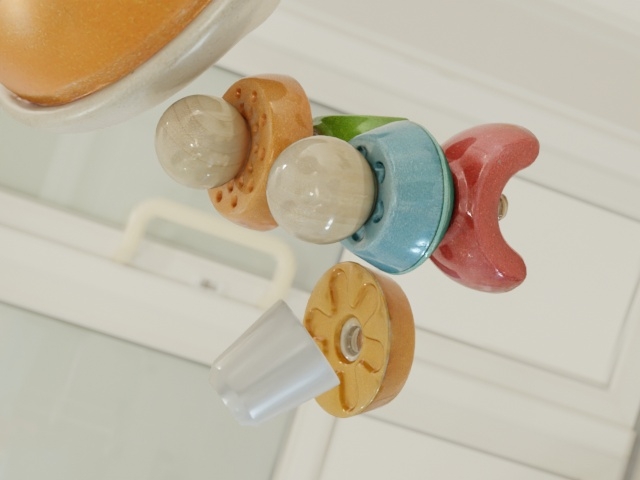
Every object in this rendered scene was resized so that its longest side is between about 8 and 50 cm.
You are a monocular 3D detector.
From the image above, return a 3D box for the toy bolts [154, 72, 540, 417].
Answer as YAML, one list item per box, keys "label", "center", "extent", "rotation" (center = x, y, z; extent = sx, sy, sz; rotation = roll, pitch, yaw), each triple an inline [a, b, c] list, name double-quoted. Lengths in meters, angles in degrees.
- label: "toy bolts"
  center: [0.000, 0.000, 0.888]
  extent: [0.228, 0.158, 0.218]
  rotation: [-3, 83, 57]

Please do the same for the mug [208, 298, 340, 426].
- label: "mug"
  center: [-0.031, 0.079, 0.885]
  extent: [0.064, 0.062, 0.078]
  rotation: [-36, -9, -6]

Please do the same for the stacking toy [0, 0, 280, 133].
- label: "stacking toy"
  center: [-0.237, -0.323, 0.915]
  extent: [0.350, 0.480, 0.350]
  rotation: [-30, 41, 29]
